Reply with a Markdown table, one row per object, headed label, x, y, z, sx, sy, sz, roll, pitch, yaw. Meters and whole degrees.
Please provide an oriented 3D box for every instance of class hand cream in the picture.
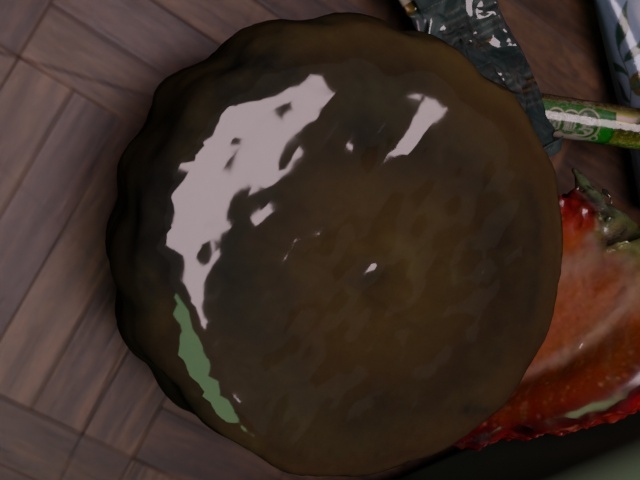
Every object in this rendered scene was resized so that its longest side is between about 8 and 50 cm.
| label | x | y | z | sx | sy | sz | roll | pitch | yaw |
| --- | --- | --- | --- | --- | --- | --- | --- | --- | --- |
| hand cream | 0.262 | -0.124 | 0.845 | 0.088 | 0.055 | 0.256 | -19 | 96 | -29 |
| hand cream | 0.100 | -0.166 | 0.736 | 0.075 | 0.052 | 0.248 | -29 | 87 | -34 |

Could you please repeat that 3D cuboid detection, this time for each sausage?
| label | x | y | z | sx | sy | sz | roll | pitch | yaw |
| --- | --- | --- | --- | --- | --- | --- | --- | --- | --- |
| sausage | 0.193 | -0.092 | 0.793 | 0.269 | 0.033 | 0.033 | 8 | 92 | -7 |

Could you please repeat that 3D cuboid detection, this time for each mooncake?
| label | x | y | z | sx | sy | sz | roll | pitch | yaw |
| --- | --- | --- | --- | --- | --- | --- | --- | --- | --- |
| mooncake | 0.000 | 0.000 | 0.683 | 0.290 | 0.161 | 0.291 | -3 | 97 | -21 |

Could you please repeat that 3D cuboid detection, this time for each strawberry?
| label | x | y | z | sx | sy | sz | roll | pitch | yaw |
| --- | --- | --- | --- | --- | --- | --- | --- | --- | --- |
| strawberry | 0.190 | 0.083 | 0.782 | 0.228 | 0.174 | 0.098 | -56 | 151 | -1 |

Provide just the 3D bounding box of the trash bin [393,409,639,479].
| label | x | y | z | sx | sy | sz | roll | pitch | yaw |
| --- | --- | --- | --- | --- | --- | --- | --- | --- | --- |
| trash bin | 0.145 | 0.266 | 0.772 | 0.343 | 0.158 | 0.223 | -17 | 99 | -15 |
